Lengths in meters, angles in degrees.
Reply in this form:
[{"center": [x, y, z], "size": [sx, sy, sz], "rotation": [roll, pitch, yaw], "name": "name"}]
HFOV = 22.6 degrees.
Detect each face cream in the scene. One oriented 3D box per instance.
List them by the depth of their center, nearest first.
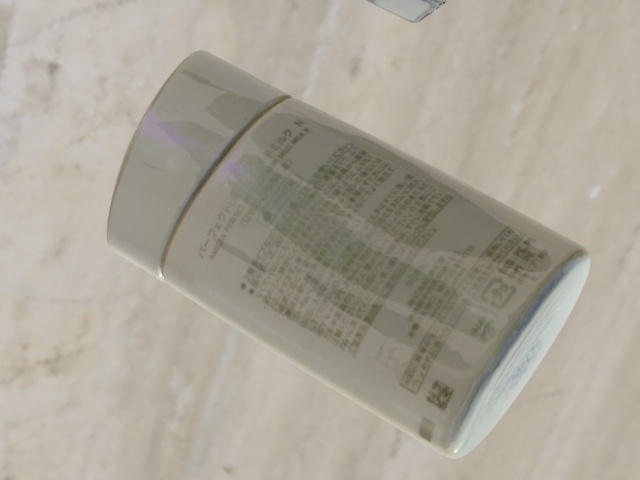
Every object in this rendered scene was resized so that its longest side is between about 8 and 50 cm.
[{"center": [0.000, 0.000, 1.130], "size": [0.173, 0.348, 0.081], "rotation": [-55, 154, -14], "name": "face cream"}]

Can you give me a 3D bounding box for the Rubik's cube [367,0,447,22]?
[{"center": [0.048, -0.323, 1.094], "size": [0.238, 0.237, 0.237], "rotation": [22, 68, -17], "name": "Rubik's cube"}]
